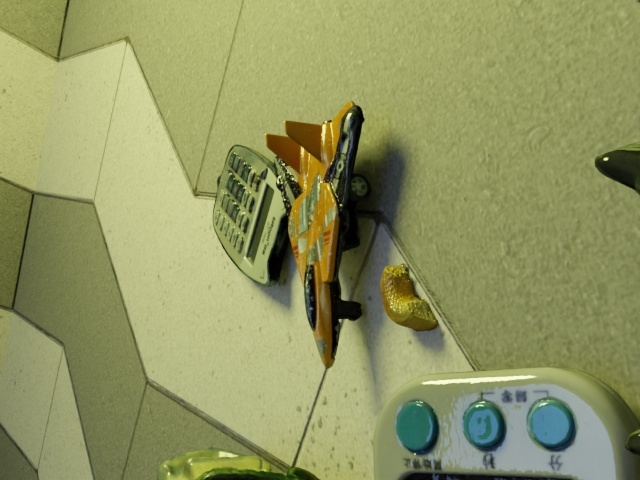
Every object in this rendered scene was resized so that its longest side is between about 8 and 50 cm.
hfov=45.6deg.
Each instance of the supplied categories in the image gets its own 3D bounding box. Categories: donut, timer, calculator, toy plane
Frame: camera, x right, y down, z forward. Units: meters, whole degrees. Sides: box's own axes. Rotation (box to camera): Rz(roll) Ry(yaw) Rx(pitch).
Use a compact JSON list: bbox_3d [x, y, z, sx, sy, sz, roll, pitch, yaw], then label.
[{"bbox_3d":[0.097,0.065,0.881,0.067,0.037,0.083,-18,74,56],"label":"donut"},{"bbox_3d":[0.169,0.238,0.695,0.262,0.087,0.237,-12,78,39],"label":"timer"},{"bbox_3d":[-0.110,-0.047,1.181,0.268,0.040,0.177,42,120,49],"label":"calculator"},{"bbox_3d":[0.010,0.000,0.967,0.204,0.103,0.316,-23,76,54],"label":"toy plane"}]

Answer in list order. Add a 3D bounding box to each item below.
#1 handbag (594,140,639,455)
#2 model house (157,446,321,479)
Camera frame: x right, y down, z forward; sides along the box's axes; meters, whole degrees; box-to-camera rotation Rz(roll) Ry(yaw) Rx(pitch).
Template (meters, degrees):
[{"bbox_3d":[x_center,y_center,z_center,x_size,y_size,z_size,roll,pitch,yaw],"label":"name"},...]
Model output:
[{"bbox_3d":[0.321,0.016,0.405,0.340,0.240,0.247,-12,81,52],"label":"handbag"},{"bbox_3d":[-0.097,0.421,0.993,0.266,0.261,0.321,-170,86,-74],"label":"model house"}]
